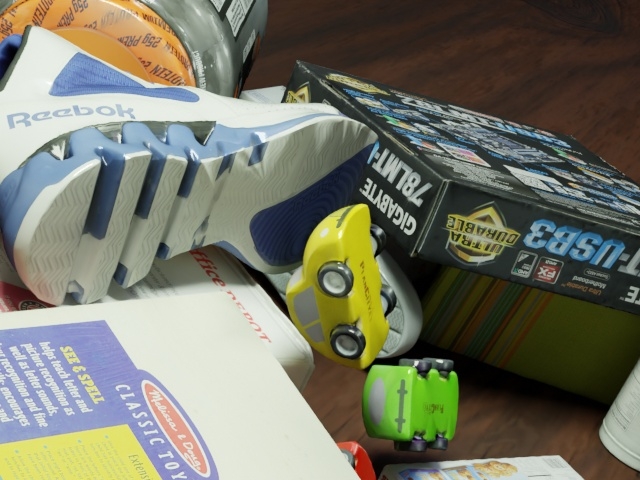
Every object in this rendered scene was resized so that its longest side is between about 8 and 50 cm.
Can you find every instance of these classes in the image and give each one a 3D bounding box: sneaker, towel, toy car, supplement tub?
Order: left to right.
[{"bbox_3d":[-0.159,-0.156,1.360,0.207,0.207,0.338,24,22,-4],"label":"supplement tub"},{"bbox_3d":[-0.117,-0.068,1.088,0.182,0.127,0.315,39,28,29],"label":"sneaker"},{"bbox_3d":[0.000,0.000,1.335,0.091,0.094,0.258,-8,38,-46],"label":"sneaker"},{"bbox_3d":[0.030,0.104,1.073,0.053,0.239,0.225,2,-5,24],"label":"toy car"},{"bbox_3d":[0.194,0.075,1.360,0.237,0.102,0.021,20,37,-13],"label":"towel"},{"bbox_3d":[0.272,0.123,1.327,0.071,0.107,0.071,20,23,-9],"label":"supplement tub"}]

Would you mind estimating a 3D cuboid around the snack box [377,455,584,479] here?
[{"bbox_3d":[0.122,0.177,1.167,0.178,0.022,0.064,4,31,-41],"label":"snack box"}]

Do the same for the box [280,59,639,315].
[{"bbox_3d":[0.146,-0.040,1.361,0.296,0.073,0.293,13,16,-28],"label":"box"}]

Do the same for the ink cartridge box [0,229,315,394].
[{"bbox_3d":[-0.137,0.061,1.068,0.218,0.092,0.158,4,31,-38],"label":"ink cartridge box"}]

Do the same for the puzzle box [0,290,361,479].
[{"bbox_3d":[-0.046,0.195,0.809,0.272,0.052,0.409,-4,49,-48],"label":"puzzle box"}]

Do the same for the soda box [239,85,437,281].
[{"bbox_3d":[0.014,-0.051,1.486,0.216,0.074,0.069,35,25,22],"label":"soda box"}]
